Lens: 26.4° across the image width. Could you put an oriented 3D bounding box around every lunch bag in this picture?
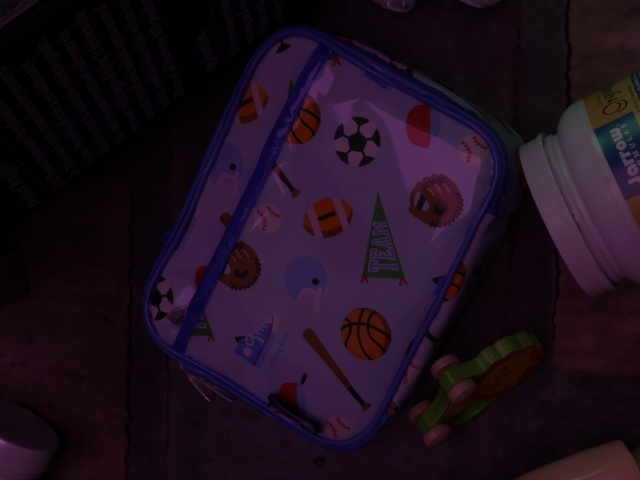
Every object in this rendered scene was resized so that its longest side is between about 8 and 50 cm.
[{"bbox_3d":[0.000,0.000,1.050,0.243,0.115,0.303,31,105,14],"label":"lunch bag"}]

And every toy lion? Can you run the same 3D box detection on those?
[{"bbox_3d":[0.123,0.109,1.043,0.034,0.096,0.100,57,147,29],"label":"toy lion"}]

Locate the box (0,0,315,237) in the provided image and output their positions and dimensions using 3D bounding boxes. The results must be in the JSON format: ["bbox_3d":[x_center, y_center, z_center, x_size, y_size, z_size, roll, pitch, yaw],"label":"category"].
[{"bbox_3d":[-0.292,-0.277,0.924,0.472,0.297,0.480,-38,78,-8],"label":"box"}]

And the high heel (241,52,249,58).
[{"bbox_3d":[-0.123,-0.275,1.097,0.261,0.093,0.186,37,104,19],"label":"high heel"}]

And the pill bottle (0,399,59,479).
[{"bbox_3d":[-0.300,0.230,1.164,0.108,0.108,0.180,32,100,14],"label":"pill bottle"}]

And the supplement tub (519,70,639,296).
[{"bbox_3d":[0.256,-0.055,0.957,0.200,0.144,0.144,-26,84,16],"label":"supplement tub"}]

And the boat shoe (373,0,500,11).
[{"bbox_3d":[0.057,-0.212,1.060,0.184,0.066,0.063,26,110,14],"label":"boat shoe"}]

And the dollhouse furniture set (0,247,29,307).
[{"bbox_3d":[-0.402,-0.036,1.197,0.262,0.135,0.259,-9,101,18],"label":"dollhouse furniture set"}]

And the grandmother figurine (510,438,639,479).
[{"bbox_3d":[0.087,0.229,0.990,0.343,0.208,0.104,-13,95,-3],"label":"grandmother figurine"}]
